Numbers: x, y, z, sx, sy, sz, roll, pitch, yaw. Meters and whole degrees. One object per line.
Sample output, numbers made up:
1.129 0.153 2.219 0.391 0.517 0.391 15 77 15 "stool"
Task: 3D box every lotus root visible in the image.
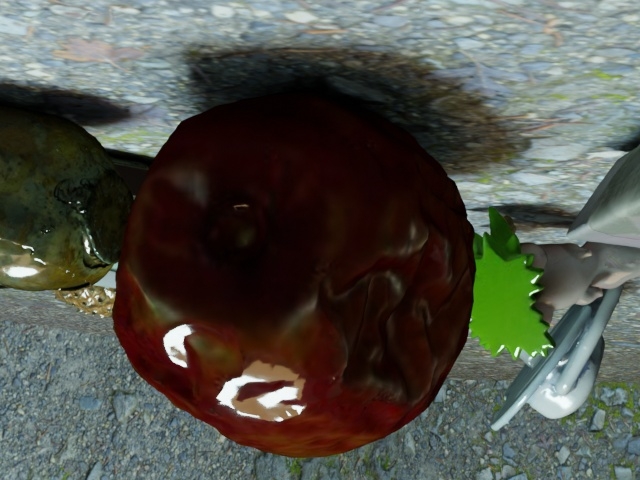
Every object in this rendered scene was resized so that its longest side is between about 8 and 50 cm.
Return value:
-0.287 -0.033 1.126 0.275 0.152 0.160 7 151 14 "lotus root"

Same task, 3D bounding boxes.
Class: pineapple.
-0.342 0.020 1.685 0.237 0.111 0.119 17 136 -30 "pineapple"

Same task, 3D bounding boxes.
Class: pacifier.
0.266 0.114 1.781 0.226 0.238 0.287 34 -159 5 "pacifier"

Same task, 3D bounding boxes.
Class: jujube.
-0.012 0.030 1.074 0.276 0.276 0.377 2 169 20 "jujube"

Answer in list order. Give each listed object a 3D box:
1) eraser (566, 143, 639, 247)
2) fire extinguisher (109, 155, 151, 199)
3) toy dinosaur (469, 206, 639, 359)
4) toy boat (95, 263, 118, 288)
0.322 -0.053 0.908 0.213 0.082 0.397 6 171 -5 "eraser"
-0.187 -0.050 1.274 0.231 0.071 0.099 9 142 -27 "fire extinguisher"
0.227 0.021 1.407 0.194 0.152 0.177 -11 -168 38 "toy dinosaur"
-0.241 -0.010 1.434 0.290 0.100 0.199 15 167 -39 "toy boat"
